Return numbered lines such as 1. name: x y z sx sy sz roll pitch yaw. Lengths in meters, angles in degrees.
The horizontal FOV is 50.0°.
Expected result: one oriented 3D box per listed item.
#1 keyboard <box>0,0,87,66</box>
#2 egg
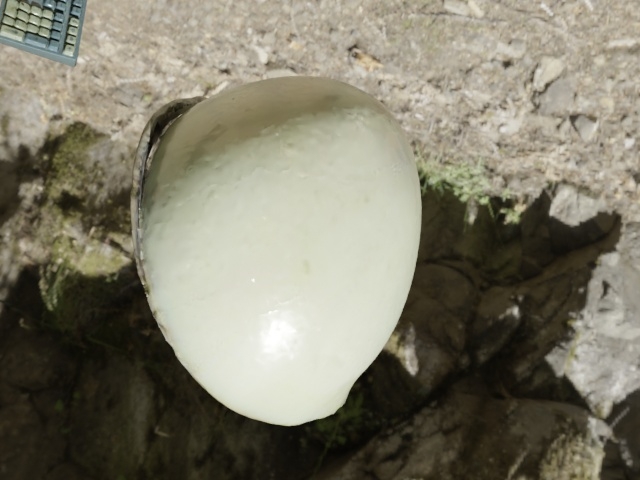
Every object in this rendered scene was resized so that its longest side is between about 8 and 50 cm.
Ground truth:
1. keyboard: -0.191 -0.210 0.495 0.055 0.176 0.014 13 157 -28
2. egg: -0.003 -0.001 0.550 0.174 0.286 0.264 -16 169 32
